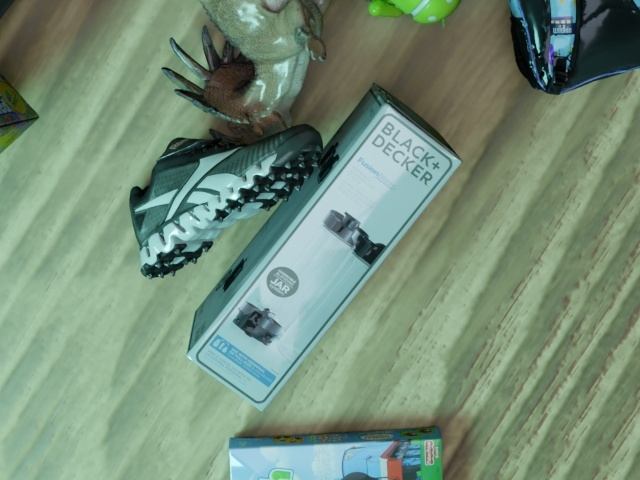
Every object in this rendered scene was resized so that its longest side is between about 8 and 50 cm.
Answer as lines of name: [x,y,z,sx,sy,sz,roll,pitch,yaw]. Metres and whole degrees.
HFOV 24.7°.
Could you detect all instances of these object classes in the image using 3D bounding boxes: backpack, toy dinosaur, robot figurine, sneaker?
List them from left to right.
sneaker: [-0.099,-0.060,1.340,0.234,0.078,0.106,-34,73,33]
toy dinosaur: [-0.069,-0.222,1.328,0.200,0.127,0.295,-18,85,37]
robot figurine: [0.085,-0.247,1.347,0.115,0.067,0.101,38,125,-9]
backpack: [0.240,-0.236,1.330,0.158,0.117,0.173,-18,102,2]

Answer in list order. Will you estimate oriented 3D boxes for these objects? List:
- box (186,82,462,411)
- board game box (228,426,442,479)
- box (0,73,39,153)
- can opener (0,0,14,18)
box: [0.000,0.000,1.344,0.087,0.169,0.290,37,97,-9]
board game box: [0.017,0.273,1.467,0.211,0.039,0.160,-3,102,-1]
box: [-0.451,-0.106,1.230,0.290,0.177,0.279,-41,94,7]
can opener: [-0.335,-0.183,1.352,0.093,0.074,0.280,27,103,-42]
